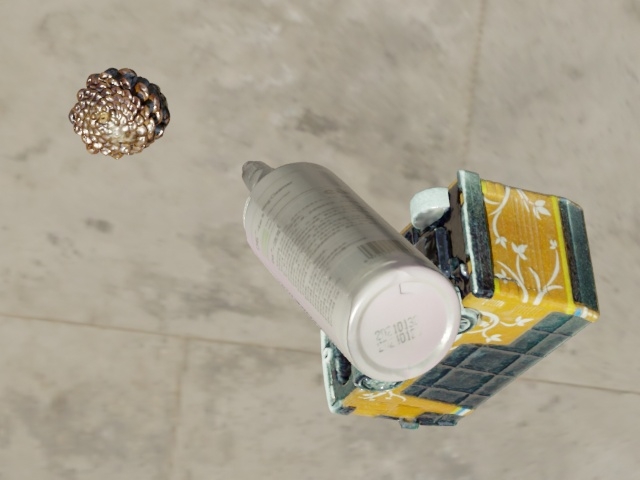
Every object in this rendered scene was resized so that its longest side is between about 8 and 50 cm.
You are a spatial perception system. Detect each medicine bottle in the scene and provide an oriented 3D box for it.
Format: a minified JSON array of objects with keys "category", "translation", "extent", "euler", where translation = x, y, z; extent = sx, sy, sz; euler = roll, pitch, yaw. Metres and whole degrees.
[{"category":"medicine bottle","translation":[0.000,0.000,0.864],"extent":[0.058,0.199,0.057],"euler":[-9,115,-21]}]

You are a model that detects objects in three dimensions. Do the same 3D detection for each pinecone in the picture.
[{"category":"pinecone","translation":[-0.163,-0.106,1.493],"extent":[0.077,0.083,0.077],"euler":[3,103,13]}]

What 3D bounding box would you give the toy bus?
[{"category":"toy bus","translation":[0.122,0.064,1.699],"extent":[0.167,0.275,0.138],"euler":[11,57,-27]}]
